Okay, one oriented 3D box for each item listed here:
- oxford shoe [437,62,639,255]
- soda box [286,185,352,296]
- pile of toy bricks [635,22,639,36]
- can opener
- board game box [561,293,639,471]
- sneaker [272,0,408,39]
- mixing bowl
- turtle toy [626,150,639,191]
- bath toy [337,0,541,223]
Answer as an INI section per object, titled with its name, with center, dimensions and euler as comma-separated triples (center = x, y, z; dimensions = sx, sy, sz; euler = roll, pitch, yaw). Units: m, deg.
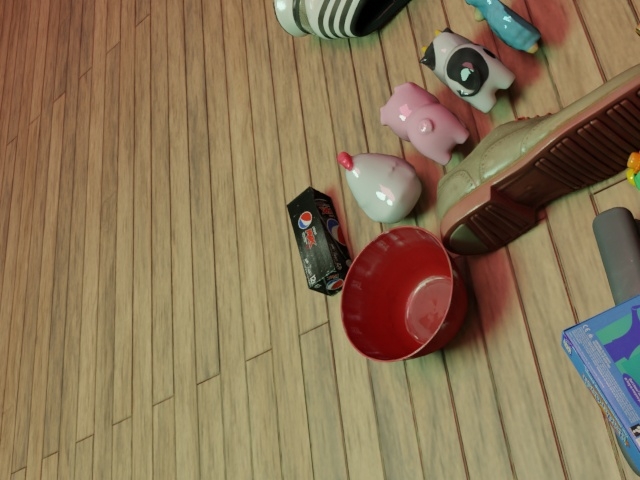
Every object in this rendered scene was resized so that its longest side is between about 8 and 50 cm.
[oxford shoe]
center = 0.274, -0.123, 0.975
dimensions = 0.348, 0.123, 0.130
euler = -35, 45, 28
[soda box]
center = 0.000, 0.000, 1.239
dimensions = 0.060, 0.053, 0.169
euler = -37, 50, 27
[pile of toy bricks]
center = 0.433, -0.242, 0.877
dimensions = 0.118, 0.105, 0.212
euler = -52, 44, 15
[can opener]
center = 0.331, 0.105, 0.846
dimensions = 0.095, 0.076, 0.283
euler = -28, 53, 33
[board game box]
center = 0.363, 0.113, 0.751
dimensions = 0.210, 0.047, 0.160
euler = -26, 60, 2
[sneaker]
center = 0.103, -0.545, 1.333
dimensions = 0.257, 0.169, 0.448
euler = 22, 96, 39
[mixing bowl]
center = 0.124, 0.081, 1.046
dimensions = 0.181, 0.098, 0.181
euler = -20, 59, 37
[turtle toy]
center = 0.390, -0.068, 0.871
dimensions = 0.095, 0.066, 0.130
euler = -36, 50, 28
[bath toy]
center = 0.150, -0.188, 1.121
dimensions = 0.348, 0.129, 0.151
euler = -54, 10, 12
